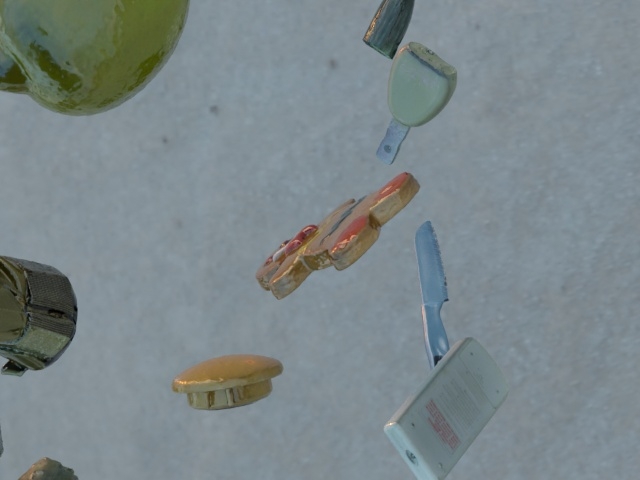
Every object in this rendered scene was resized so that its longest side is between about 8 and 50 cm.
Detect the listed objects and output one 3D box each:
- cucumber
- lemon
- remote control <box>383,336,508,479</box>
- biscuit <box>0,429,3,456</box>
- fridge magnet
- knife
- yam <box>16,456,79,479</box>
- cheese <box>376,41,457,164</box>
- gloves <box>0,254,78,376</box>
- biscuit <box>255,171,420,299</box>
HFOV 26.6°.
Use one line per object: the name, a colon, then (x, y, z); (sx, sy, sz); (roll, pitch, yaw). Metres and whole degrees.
cucumber: (0.095, -0.290, 1.771); (0.048, 0.048, 0.105); (20, 81, 43)
lemon: (-0.224, -0.228, 1.335); (0.184, 0.248, 0.184); (48, 174, 7)
remote control: (0.142, 0.183, 1.482); (0.029, 0.190, 0.087); (-28, 101, 44)
biscuit: (-0.488, 0.261, 1.941); (0.250, 0.046, 0.147); (-164, 68, -80)
fridge magnet: (-0.116, 0.176, 1.701); (0.143, 0.143, 0.063); (-8, 93, 48)
knife: (0.163, 0.083, 1.947); (0.019, 0.044, 0.313); (69, -168, -45)
yam: (-0.412, 0.382, 1.633); (0.071, 0.317, 0.067); (-1, 127, 42)
cheese: (0.120, -0.181, 1.883); (0.097, 0.037, 0.192); (39, 132, 16)
gloves: (-0.379, 0.041, 1.181); (0.141, 0.331, 0.154); (-52, 40, 36)
biscuit: (0.000, -0.001, 1.532); (0.036, 0.165, 0.250); (50, 146, -11)
